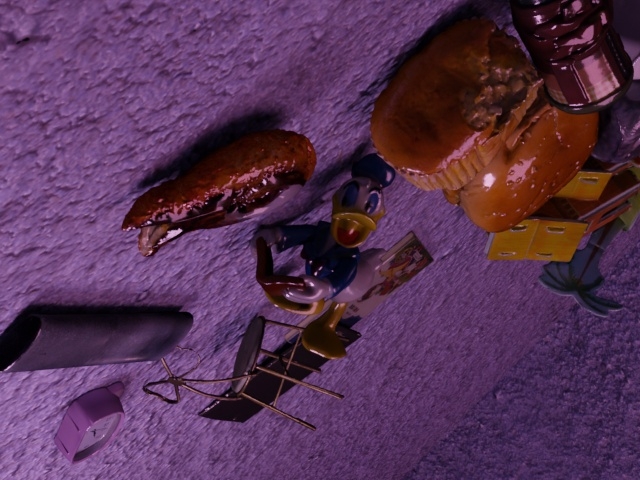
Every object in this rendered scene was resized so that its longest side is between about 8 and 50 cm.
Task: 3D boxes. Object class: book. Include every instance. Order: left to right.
[{"bbox_3d":[0.084,0.113,2.428,0.322,0.018,0.228,-40,160,3],"label":"book"}]

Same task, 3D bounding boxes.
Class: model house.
[{"bbox_3d":[0.495,-0.047,2.335,0.323,0.340,0.300,-28,157,-17],"label":"model house"}]

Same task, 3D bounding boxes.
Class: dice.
[{"bbox_3d":[0.540,-0.260,2.160,0.183,0.182,0.181,-32,161,-15],"label":"dice"}]

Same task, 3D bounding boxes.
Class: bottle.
[{"bbox_3d":[0.342,-0.311,1.697,0.143,0.156,0.271,-30,133,9],"label":"bottle"}]

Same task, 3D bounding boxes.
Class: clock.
[{"bbox_3d":[-0.368,0.300,1.993,0.110,0.050,0.153,-22,155,-40],"label":"clock"}]

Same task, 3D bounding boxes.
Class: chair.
[{"bbox_3d":[-0.125,0.210,2.111,0.325,0.170,0.160,19,140,-14],"label":"chair"}]

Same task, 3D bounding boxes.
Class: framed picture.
[{"bbox_3d":[-0.076,0.271,2.473,0.323,0.013,0.244,-37,161,7],"label":"framed picture"}]

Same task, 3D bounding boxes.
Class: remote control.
[{"bbox_3d":[-0.316,0.142,1.745,0.107,0.044,0.377,-49,159,16],"label":"remote control"}]

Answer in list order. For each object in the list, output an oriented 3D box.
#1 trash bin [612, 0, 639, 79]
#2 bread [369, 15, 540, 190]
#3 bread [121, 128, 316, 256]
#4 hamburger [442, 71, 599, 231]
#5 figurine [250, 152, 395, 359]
[{"bbox_3d":[0.565,-0.369,1.901,0.367,0.256,0.296,-15,155,-35],"label":"trash bin"},{"bbox_3d":[0.186,-0.189,1.702,0.250,0.179,0.133,-42,157,5],"label":"bread"},{"bbox_3d":[-0.129,-0.070,1.557,0.268,0.095,0.139,-21,156,-7],"label":"bread"},{"bbox_3d":[0.344,-0.154,2.077,0.290,0.170,0.314,-42,160,-9],"label":"hamburger"},{"bbox_3d":[0.000,0.000,1.889,0.283,0.204,0.338,1,125,-50],"label":"figurine"}]
